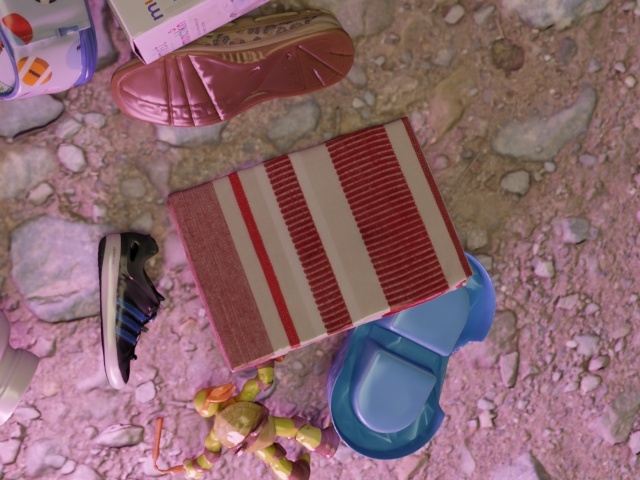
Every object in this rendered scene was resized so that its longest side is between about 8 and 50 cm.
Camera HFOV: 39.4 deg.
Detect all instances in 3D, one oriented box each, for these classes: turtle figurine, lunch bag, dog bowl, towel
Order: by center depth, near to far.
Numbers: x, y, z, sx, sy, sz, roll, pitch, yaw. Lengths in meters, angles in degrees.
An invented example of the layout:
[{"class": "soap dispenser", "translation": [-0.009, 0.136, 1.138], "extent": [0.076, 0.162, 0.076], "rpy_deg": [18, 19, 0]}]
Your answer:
[{"class": "lunch bag", "translation": [-0.341, -0.292, 0.895], "extent": [0.115, 0.243, 0.303], "rpy_deg": [-23, 111, -32]}, {"class": "towel", "translation": [0.000, 0.000, 1.118], "extent": [0.329, 0.037, 0.237], "rpy_deg": [-20, 81, -8]}, {"class": "turtle figurine", "translation": [-0.081, 0.237, 1.185], "extent": [0.217, 0.087, 0.269], "rpy_deg": [31, 95, -21]}, {"class": "dog bowl", "translation": [0.113, 0.143, 1.194], "extent": [0.166, 0.074, 0.297], "rpy_deg": [27, 89, -18]}]

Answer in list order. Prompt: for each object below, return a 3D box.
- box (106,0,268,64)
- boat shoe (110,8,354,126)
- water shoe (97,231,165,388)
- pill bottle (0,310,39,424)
[{"class": "box", "translation": [-0.153, -0.360, 0.938], "extent": [0.231, 0.127, 0.262], "rpy_deg": [-28, 91, -5]}, {"class": "boat shoe", "translation": [-0.106, -0.210, 1.059], "extent": [0.285, 0.089, 0.104], "rpy_deg": [-11, 134, -8]}, {"class": "water shoe", "translation": [-0.233, 0.091, 1.113], "extent": [0.080, 0.073, 0.203], "rpy_deg": [-3, 107, -16]}, {"class": "pill bottle", "translation": [-0.463, 0.113, 1.022], "extent": [0.264, 0.146, 0.146], "rpy_deg": [34, 96, -20]}]
